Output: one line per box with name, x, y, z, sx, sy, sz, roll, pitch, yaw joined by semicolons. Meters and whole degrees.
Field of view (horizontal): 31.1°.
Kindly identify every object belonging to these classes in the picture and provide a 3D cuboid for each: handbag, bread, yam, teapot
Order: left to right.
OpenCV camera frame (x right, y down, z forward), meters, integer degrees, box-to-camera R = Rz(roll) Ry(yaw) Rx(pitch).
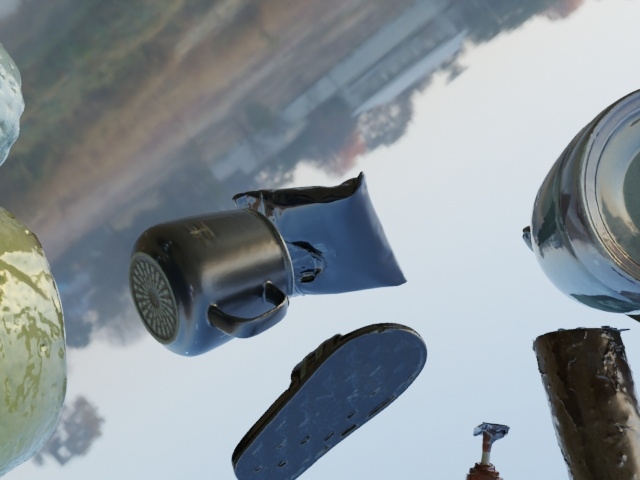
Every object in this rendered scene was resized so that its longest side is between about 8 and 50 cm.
bread;-0.411;0.107;1.175;0.237;0.320;0.320;-7;163;-42
handbag;0.000;0.000;1.754;0.211;0.254;0.088;-10;-133;15
yam;0.359;0.240;1.465;0.131;0.279;0.131;-9;157;-4
teapot;0.394;-0.021;1.320;0.312;0.315;0.233;124;-29;-77

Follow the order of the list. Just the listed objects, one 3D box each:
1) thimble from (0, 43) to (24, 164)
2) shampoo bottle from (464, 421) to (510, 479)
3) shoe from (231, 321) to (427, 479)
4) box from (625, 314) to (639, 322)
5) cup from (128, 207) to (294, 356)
thimble;-0.450;-0.163;1.284;0.205;0.172;0.250;-20;-126;10
shampoo bottle;0.173;0.340;1.282;0.153;0.071;0.284;32;63;-86
shoe;-0.001;0.116;0.876;0.179;0.071;0.049;-44;-151;13
box;0.519;0.076;1.530;0.243;0.135;0.163;36;-69;57
cup;-0.119;0.057;1.417;0.177;0.169;0.223;-18;-148;-35
